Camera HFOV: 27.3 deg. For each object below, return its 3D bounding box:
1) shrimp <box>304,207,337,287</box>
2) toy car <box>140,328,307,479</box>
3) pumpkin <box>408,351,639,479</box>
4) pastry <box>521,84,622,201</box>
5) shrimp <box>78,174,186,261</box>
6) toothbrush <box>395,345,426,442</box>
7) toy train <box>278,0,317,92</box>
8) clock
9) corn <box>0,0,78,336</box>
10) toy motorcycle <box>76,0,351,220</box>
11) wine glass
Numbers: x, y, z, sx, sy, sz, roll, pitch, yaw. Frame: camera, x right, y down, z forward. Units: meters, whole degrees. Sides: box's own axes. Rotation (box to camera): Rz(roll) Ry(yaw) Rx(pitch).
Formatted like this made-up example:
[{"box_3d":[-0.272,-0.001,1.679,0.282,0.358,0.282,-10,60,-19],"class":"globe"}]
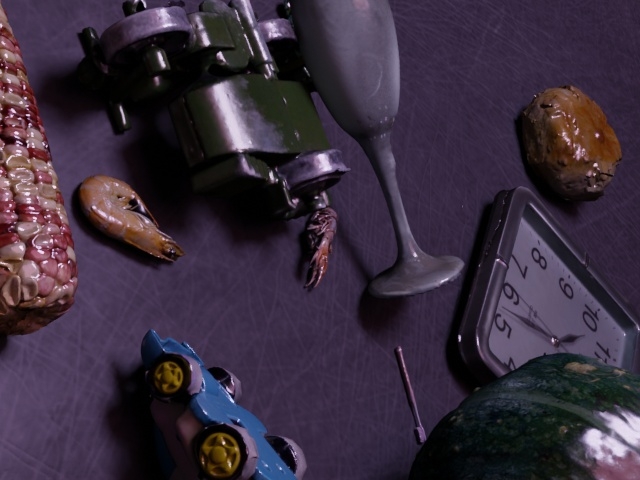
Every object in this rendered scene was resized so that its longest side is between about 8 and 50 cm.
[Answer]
[{"box_3d":[0.000,0.000,1.239,0.029,0.038,0.092,6,56,0],"class":"shrimp"},{"box_3d":[-0.097,0.155,1.013,0.161,0.098,0.126,46,3,21],"class":"toy car"},{"box_3d":[0.193,0.262,1.143,0.197,0.263,0.292,-20,98,-41],"class":"pumpkin"},{"box_3d":[0.311,-0.121,1.636,0.153,0.081,0.153,24,48,-29],"class":"pastry"},{"box_3d":[-0.153,-0.020,1.083,0.108,0.023,0.059,30,41,-37],"class":"shrimp"},{"box_3d":[0.087,0.149,1.280,0.008,0.006,0.097,1,69,-45],"class":"toothbrush"},{"box_3d":[-0.013,-0.202,1.330,0.081,0.050,0.122,56,38,-28],"class":"toy train"},{"box_3d":[0.260,0.111,1.469,0.279,0.049,0.273,46,42,-22],"class":"clock"},{"box_3d":[-0.246,-0.071,0.946,0.098,0.098,0.289,-1,67,-50],"class":"corn"},{"box_3d":[-0.086,-0.110,1.139,0.275,0.127,0.205,-10,78,-58],"class":"toy motorcycle"},{"box_3d":[0.060,-0.129,1.319,0.264,0.096,0.309,-67,141,-71],"class":"wine glass"}]
